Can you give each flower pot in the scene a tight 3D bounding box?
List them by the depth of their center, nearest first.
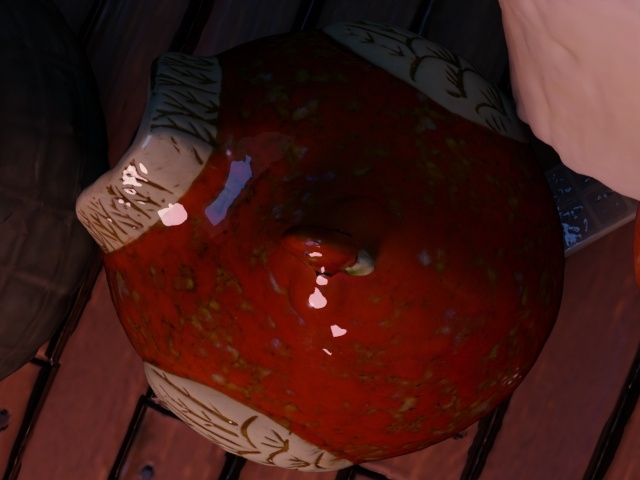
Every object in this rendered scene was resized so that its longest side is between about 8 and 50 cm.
[{"bbox_3d":[-0.266,-0.029,0.965,0.301,0.213,0.302,-5,78,22],"label":"flower pot"}]

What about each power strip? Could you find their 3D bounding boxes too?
[{"bbox_3d":[0.160,-0.032,1.000,0.136,0.019,0.051,-29,75,5],"label":"power strip"}]

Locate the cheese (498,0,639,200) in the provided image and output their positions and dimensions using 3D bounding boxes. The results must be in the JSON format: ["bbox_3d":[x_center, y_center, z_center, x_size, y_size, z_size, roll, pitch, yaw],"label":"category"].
[{"bbox_3d":[0.231,-0.172,0.868,0.292,0.153,0.332,2,49,23],"label":"cheese"}]

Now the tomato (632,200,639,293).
[{"bbox_3d":[0.251,0.014,0.917,0.200,0.140,0.233,22,52,8],"label":"tomato"}]

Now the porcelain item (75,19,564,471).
[{"bbox_3d":[0.000,0.000,0.917,0.252,0.253,0.253,-2,81,10],"label":"porcelain item"}]
